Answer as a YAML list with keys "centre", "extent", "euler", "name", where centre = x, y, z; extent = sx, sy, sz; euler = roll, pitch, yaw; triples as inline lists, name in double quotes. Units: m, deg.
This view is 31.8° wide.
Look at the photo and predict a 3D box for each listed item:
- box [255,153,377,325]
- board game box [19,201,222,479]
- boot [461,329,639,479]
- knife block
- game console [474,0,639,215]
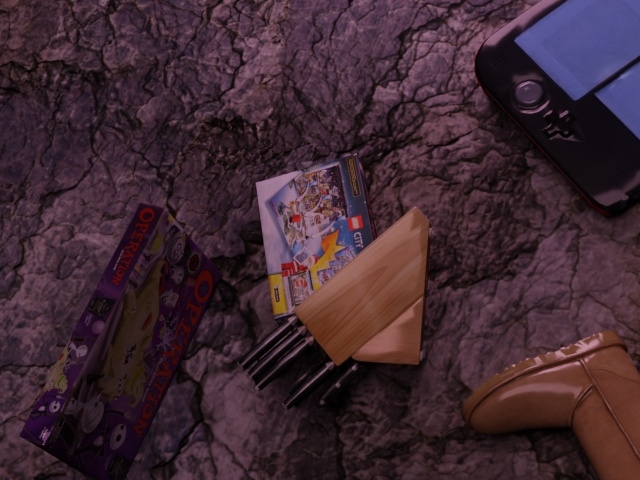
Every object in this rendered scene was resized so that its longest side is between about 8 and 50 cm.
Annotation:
- centre: [0.000, 0.000, 1.615]
  extent: [0.159, 0.044, 0.233]
  euler: [-15, 59, 10]
  name: "box"
- centre: [-0.259, 0.146, 1.527]
  extent: [0.056, 0.208, 0.346]
  euler: [16, 69, 22]
  name: "board game box"
- centre: [0.321, 0.251, 1.321]
  extent: [0.236, 0.089, 0.269]
  euler: [-27, 49, 2]
  name: "boot"
- centre: [0.020, 0.089, 1.485]
  extent: [0.242, 0.088, 0.275]
  euler: [4, 86, 7]
  name: "knife block"
- centre: [0.450, -0.255, 1.595]
  extent: [0.387, 0.060, 0.342]
  euler: [-36, 57, -2]
  name: "game console"
